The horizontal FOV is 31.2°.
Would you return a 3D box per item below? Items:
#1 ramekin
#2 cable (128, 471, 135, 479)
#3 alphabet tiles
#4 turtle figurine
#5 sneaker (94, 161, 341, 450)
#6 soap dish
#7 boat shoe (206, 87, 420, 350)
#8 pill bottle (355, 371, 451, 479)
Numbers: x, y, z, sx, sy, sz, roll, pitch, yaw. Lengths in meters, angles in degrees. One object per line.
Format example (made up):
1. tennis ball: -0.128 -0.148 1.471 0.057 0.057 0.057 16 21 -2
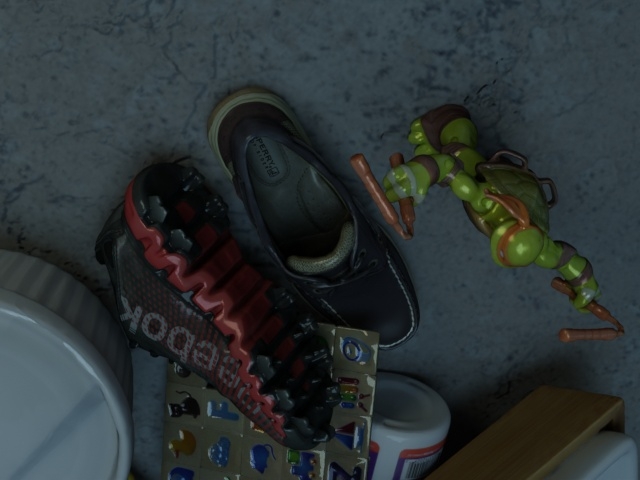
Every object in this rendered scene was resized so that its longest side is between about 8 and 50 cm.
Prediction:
1. ramekin: -0.283 0.131 0.979 0.272 0.127 0.273 1 117 3
2. cable: -0.151 0.298 1.105 0.287 0.072 0.140 22 81 -5
3. alphabet tiles: -0.051 0.181 1.049 0.198 0.009 0.237 8 104 14
4. turtle figurine: 0.131 -0.039 0.915 0.269 0.217 0.087 29 110 -20
5. sneaker: -0.094 0.071 0.983 0.135 0.097 0.276 -32 97 37
6. soap dish: 0.166 0.288 1.074 0.290 0.118 0.229 -34 135 -21
7. boat shoe: 0.000 0.000 0.987 0.102 0.092 0.285 -29 117 7
8. pill bottle: 0.053 0.234 1.106 0.108 0.108 0.194 7 116 -11
